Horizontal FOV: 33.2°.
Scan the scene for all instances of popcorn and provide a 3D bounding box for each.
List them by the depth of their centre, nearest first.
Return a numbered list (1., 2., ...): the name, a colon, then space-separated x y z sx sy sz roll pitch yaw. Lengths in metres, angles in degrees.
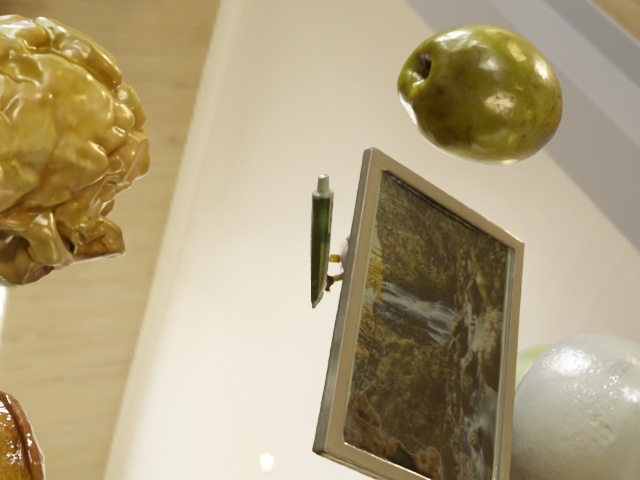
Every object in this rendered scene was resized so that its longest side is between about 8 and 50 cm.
1. popcorn: -0.420 -0.129 1.379 0.344 0.390 0.354 20 -102 41

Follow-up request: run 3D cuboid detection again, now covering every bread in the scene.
1. bread: -0.556 0.384 1.724 0.312 0.172 0.312 2 -88 51

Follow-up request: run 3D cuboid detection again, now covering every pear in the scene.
1. pear: 0.290 -0.252 1.910 0.253 0.307 0.253 -36 -140 38

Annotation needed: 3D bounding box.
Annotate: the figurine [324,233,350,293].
1. figurine: 0.102 0.020 1.908 0.112 0.229 0.137 17 -32 39

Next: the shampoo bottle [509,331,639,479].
1. shampoo bottle: 0.407 0.296 1.544 0.317 0.322 0.323 6 -81 49

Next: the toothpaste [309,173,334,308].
1. toothpaste: 0.000 0.000 1.540 0.031 0.049 0.204 11 -64 16

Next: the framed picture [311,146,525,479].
1. framed picture: 0.110 0.093 1.050 0.020 0.240 0.324 -24 -135 46
